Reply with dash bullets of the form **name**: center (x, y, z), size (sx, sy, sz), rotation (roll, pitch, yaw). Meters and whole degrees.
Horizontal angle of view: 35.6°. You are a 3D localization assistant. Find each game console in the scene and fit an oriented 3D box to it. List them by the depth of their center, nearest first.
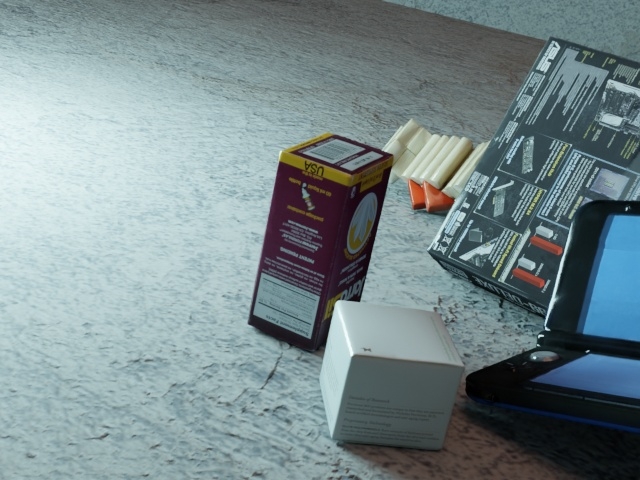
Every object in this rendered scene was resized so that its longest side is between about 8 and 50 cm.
- **game console**: center (0.311, 0.060, 0.902), size (0.293, 0.174, 0.250), rotation (3, 8, 40)

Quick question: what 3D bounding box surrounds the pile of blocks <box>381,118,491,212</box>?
- **pile of blocks**: center (0.208, -0.062, 1.383), size (0.362, 0.149, 0.113), rotation (22, 66, 46)

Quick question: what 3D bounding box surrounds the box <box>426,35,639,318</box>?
- **box**: center (0.302, -0.061, 1.140), size (0.242, 0.308, 0.076), rotation (26, -7, 33)

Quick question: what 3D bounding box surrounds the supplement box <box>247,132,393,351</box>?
- **supplement box**: center (0.000, 0.000, 0.988), size (0.080, 0.188, 0.104), rotation (21, 24, 21)

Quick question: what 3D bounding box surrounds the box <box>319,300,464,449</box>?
- **box**: center (0.059, 0.116, 0.870), size (0.101, 0.087, 0.101), rotation (7, 23, -10)
